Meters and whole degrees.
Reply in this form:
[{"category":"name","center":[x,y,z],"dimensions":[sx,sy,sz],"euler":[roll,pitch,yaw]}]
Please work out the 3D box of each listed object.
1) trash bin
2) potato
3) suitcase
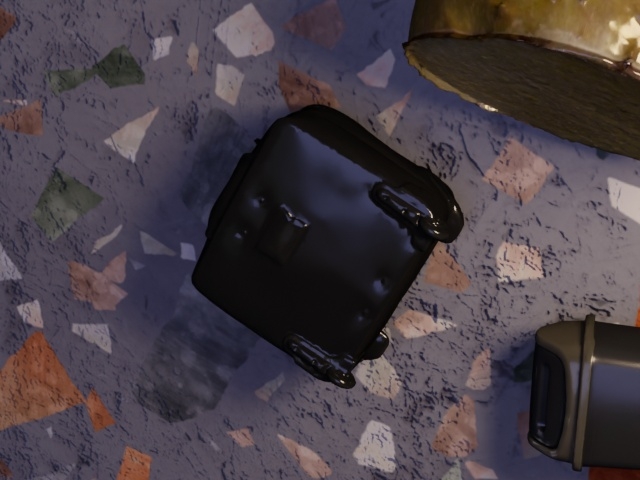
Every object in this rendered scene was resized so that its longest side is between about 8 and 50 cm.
[{"category":"trash bin","center":[0.449,0.225,1.827],"dimensions":[0.290,0.182,0.209],"euler":[5,106,12]},{"category":"potato","center":[0.354,-0.310,1.603],"dimensions":[0.442,0.385,0.319],"euler":[18,82,-2]},{"category":"suitcase","center":[0.000,0.000,1.906],"dimensions":[0.339,0.188,0.345],"euler":[33,115,6]}]
